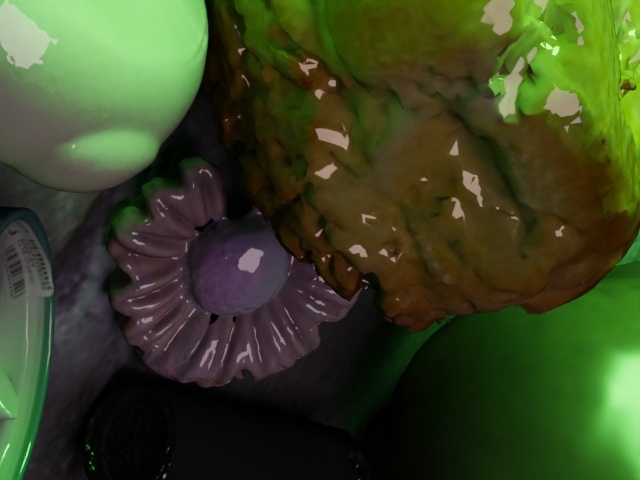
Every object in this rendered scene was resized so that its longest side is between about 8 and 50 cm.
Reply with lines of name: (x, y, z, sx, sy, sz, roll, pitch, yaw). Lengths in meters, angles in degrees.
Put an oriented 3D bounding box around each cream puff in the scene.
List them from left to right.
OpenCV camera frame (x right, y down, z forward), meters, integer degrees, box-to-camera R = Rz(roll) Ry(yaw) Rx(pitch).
cream puff: (0.052, -0.116, 0.875, 0.343, 0.231, 0.327, 14, 74, -69)

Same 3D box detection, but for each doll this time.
doll: (-0.180, -0.099, 0.770, 0.251, 0.221, 0.221, -8, 125, -64)

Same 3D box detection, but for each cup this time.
cup: (-0.234, 0.057, 0.796, 0.299, 0.173, 0.167, 35, 62, -83)

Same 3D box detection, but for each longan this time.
longan: (0.222, 0.165, 1.187, 0.361, 0.361, 0.361, -22, 130, -29)

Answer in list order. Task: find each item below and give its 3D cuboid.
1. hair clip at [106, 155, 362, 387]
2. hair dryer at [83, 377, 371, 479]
hair clip: (0.006, 0.003, 1.065, 0.300, 0.069, 0.173, -16, 127, -33)
hair dryer: (-0.079, 0.226, 1.081, 0.197, 0.089, 0.251, 24, 79, -47)
